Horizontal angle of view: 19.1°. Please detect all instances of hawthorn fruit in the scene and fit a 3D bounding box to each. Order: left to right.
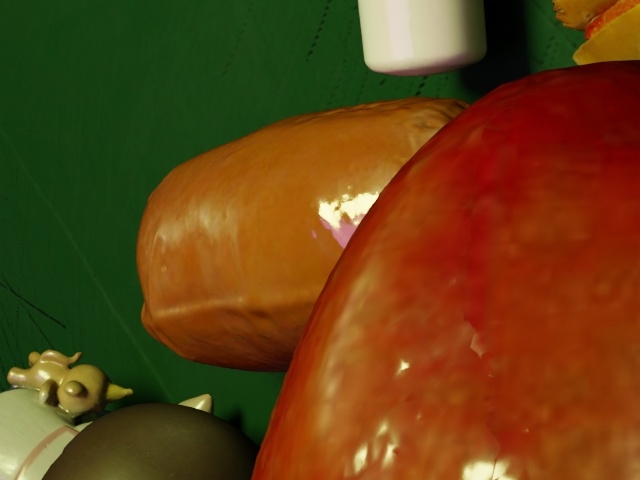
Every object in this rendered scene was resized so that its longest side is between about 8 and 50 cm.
[{"bbox_3d":[0.108,0.094,0.676,0.295,0.295,0.311,-38,64,49],"label":"hawthorn fruit"}]

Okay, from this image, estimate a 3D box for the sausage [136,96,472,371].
[{"bbox_3d":[-0.002,0.000,0.910,0.258,0.133,0.133,-11,90,53],"label":"sausage"}]

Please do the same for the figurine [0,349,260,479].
[{"bbox_3d":[-0.099,0.162,1.065,0.275,0.161,0.158,12,148,53],"label":"figurine"}]

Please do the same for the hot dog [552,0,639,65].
[{"bbox_3d":[0.172,-0.127,0.696,0.236,0.062,0.092,-32,44,49],"label":"hot dog"}]

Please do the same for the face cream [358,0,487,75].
[{"bbox_3d":[0.035,-0.208,0.849,0.082,0.082,0.269,4,101,52],"label":"face cream"}]
